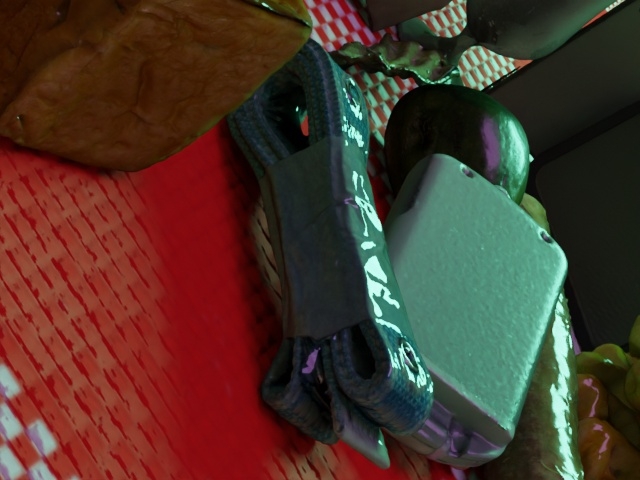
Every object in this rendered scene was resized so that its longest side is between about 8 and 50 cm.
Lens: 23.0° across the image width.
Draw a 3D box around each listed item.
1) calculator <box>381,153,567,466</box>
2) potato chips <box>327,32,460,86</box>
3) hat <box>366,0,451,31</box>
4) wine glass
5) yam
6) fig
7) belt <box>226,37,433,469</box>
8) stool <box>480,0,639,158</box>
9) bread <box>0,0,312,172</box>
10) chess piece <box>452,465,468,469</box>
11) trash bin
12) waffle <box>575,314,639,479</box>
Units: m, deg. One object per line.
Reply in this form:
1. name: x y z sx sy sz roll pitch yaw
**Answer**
1. calculator: 0.092 0.041 1.059 0.141 0.045 0.246 38 45 -12
2. potato chips: 0.054 -0.142 1.236 0.092 0.028 0.207 18 15 16
3. hat: 0.045 -0.292 1.337 0.173 0.144 0.166 66 11 -47
4. wine glass: 0.187 -0.214 1.370 0.103 0.231 0.103 40 32 -31
5. yam: 0.148 0.087 1.155 0.081 0.081 0.356 43 28 -30
6. fig: 0.104 -0.034 1.185 0.117 0.117 0.177 37 43 -38
7. belt: 0.000 0.000 0.973 0.072 0.087 0.302 48 25 -50
8. stool: 0.278 -0.234 1.514 0.170 0.270 0.243 37 33 -37
9. bread: -0.108 -0.135 0.854 0.158 0.143 0.149 24 36 -50
10. chess piece: 0.088 0.112 1.066 0.035 0.035 0.092 28 43 -48
11. trash bin: 0.368 0.037 1.508 0.343 0.158 0.223 26 40 -50
12. waffle: 0.306 0.215 1.214 0.261 0.151 0.324 -8 66 -59
